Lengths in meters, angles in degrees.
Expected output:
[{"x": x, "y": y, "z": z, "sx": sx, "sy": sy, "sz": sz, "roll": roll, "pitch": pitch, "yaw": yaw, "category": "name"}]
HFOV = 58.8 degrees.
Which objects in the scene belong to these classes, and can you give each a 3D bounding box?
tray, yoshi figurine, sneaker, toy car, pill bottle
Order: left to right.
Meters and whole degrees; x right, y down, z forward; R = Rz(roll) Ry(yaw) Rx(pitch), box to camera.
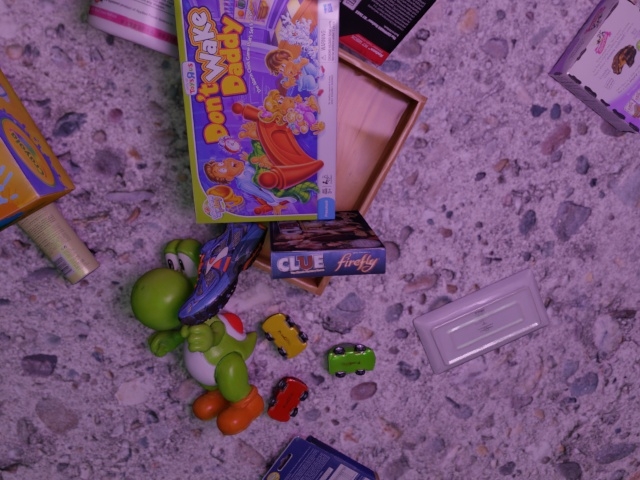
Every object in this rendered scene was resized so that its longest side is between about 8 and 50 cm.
[{"x": -0.248, "y": -0.445, "z": 0.886, "sx": 0.161, "sy": 0.160, "sz": 0.283, "roll": 18, "pitch": 103, "yaw": -11, "category": "pill bottle"}, {"x": -0.240, "y": 0.182, "z": 1.043, "sx": 0.204, "sy": 0.203, "sz": 0.362, "roll": -14, "pitch": 103, "yaw": 4, "category": "yoshi figurine"}, {"x": -0.177, "y": 0.049, "z": 0.965, "sx": 0.087, "sy": 0.083, "sz": 0.221, "roll": 29, "pitch": 59, "yaw": 6, "category": "sneaker"}, {"x": -0.003, "y": 0.245, "z": 1.154, "sx": 0.225, "sy": 0.053, "sz": 0.238, "roll": -4, "pitch": 106, "yaw": -6, "category": "toy car"}, {"x": 0.003, "y": -0.123, "z": 1.046, "sx": 0.203, "sy": 0.076, "sz": 0.410, "roll": 26, "pitch": 100, "yaw": -12, "category": "tray"}, {"x": 0.341, "y": 0.175, "z": 1.185, "sx": 0.271, "sy": 0.030, "sz": 0.145, "roll": -24, "pitch": 105, "yaw": 1, "category": "tray"}]

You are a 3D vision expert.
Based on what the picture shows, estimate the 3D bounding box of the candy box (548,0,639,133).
[{"x": 0.557, "y": -0.322, "z": 1.054, "sx": 0.196, "sy": 0.070, "sz": 0.164, "roll": 32, "pitch": 100, "yaw": -14, "category": "candy box"}]

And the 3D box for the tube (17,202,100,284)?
[{"x": -0.498, "y": -0.031, "z": 1.027, "sx": 0.240, "sy": 0.062, "sz": 0.070, "roll": 53, "pitch": 50, "yaw": -11, "category": "tube"}]

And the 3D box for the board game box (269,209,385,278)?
[{"x": 0.000, "y": 0.000, "z": 0.914, "sx": 0.165, "sy": 0.243, "sz": 0.042, "roll": -3, "pitch": 106, "yaw": -6, "category": "board game box"}]

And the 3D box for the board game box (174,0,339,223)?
[{"x": -0.093, "y": -0.201, "z": 0.902, "sx": 0.234, "sy": 0.078, "sz": 0.347, "roll": -3, "pitch": 117, "yaw": -5, "category": "board game box"}]

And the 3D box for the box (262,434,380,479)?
[{"x": 0.000, "y": 0.514, "z": 1.234, "sx": 0.225, "sy": 0.036, "sz": 0.136, "roll": 34, "pitch": 99, "yaw": -15, "category": "box"}]

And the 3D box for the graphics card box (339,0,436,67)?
[{"x": 0.115, "y": -0.470, "z": 0.847, "sx": 0.233, "sy": 0.094, "sz": 0.371, "roll": 23, "pitch": 131, "yaw": -29, "category": "graphics card box"}]

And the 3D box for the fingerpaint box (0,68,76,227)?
[{"x": -0.686, "y": -0.179, "z": 0.894, "sx": 0.371, "sy": 0.163, "sz": 0.444, "roll": -29, "pitch": 100, "yaw": 2, "category": "fingerpaint box"}]
